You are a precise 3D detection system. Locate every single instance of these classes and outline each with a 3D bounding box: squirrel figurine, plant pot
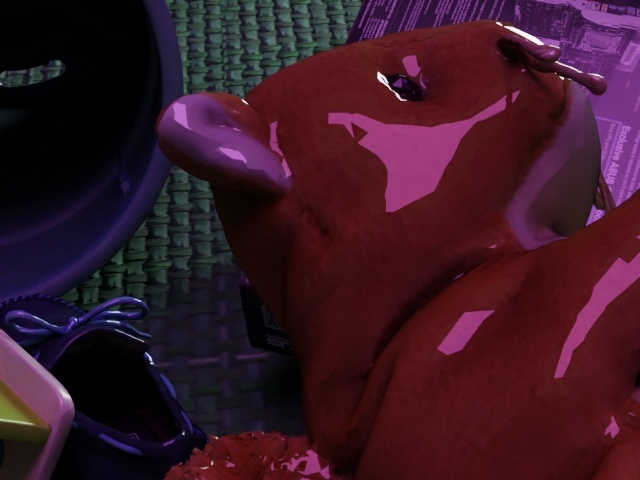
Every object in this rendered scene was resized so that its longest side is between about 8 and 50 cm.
[{"bbox_3d":[0.045,0.102,0.740,0.397,0.281,0.370,-44,65,8],"label":"squirrel figurine"},{"bbox_3d":[-0.260,-0.163,1.299,0.341,0.341,0.334,-4,23,1],"label":"plant pot"}]

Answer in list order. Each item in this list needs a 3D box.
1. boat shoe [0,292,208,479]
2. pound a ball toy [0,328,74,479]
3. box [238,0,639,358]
[{"bbox_3d":[-0.123,0.083,1.068,0.109,0.089,0.258,-24,35,-29],"label":"boat shoe"},{"bbox_3d":[-0.319,0.066,1.046,0.208,0.136,0.319,17,11,-44],"label":"pound a ball toy"},{"bbox_3d":[0.115,-0.046,1.137,0.242,0.076,0.307,13,56,14],"label":"box"}]
